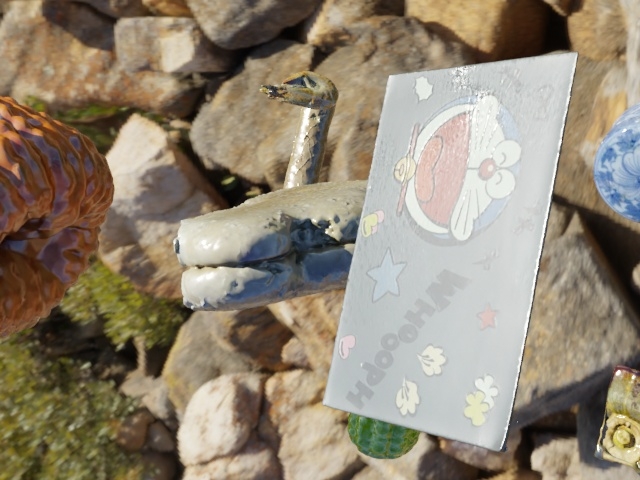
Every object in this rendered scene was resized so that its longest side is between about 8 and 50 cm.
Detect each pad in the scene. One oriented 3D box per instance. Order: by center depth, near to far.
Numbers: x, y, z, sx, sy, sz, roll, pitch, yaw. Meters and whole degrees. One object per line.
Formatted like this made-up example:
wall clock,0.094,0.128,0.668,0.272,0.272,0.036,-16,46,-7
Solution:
pad,0.079,0.001,0.647,0.170,0.006,0.245,5,80,50

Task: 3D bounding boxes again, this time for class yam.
yam,-0.027,-0.122,1.703,0.066,0.066,0.299,8,82,16

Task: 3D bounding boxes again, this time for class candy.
candy,0.087,0.175,1.223,0.097,0.097,0.209,15,125,14

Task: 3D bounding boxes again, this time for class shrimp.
shrimp,-0.028,-0.203,1.322,0.108,0.023,0.059,9,62,-15

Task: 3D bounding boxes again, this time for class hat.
hat,-0.425,-0.094,1.069,0.400,0.285,0.285,42,111,13

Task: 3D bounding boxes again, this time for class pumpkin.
pumpkin,0.291,0.166,0.892,0.073,0.035,0.101,23,111,34

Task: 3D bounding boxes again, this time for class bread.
bread,-0.003,-0.005,0.997,0.183,0.337,0.102,-10,95,21

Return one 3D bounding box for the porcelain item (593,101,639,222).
porcelain item,0.439,-0.103,1.302,0.147,0.114,0.147,15,123,25
